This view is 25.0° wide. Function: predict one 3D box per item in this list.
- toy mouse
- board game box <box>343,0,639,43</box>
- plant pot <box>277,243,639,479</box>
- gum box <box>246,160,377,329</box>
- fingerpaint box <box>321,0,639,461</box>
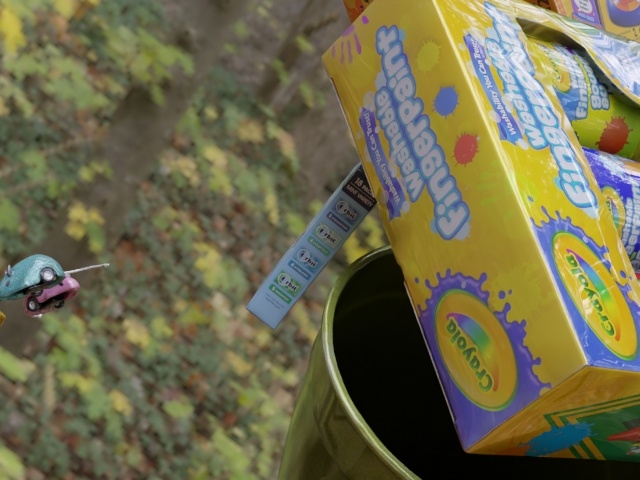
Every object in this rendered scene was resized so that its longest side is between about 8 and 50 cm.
[{"bbox_3d":[-0.255,0.040,1.282,0.031,0.143,0.161,65,9,12],"label":"toy mouse"},{"bbox_3d":[0.303,-0.322,2.078,0.356,0.356,0.356,-17,-86,48],"label":"board game box"},{"bbox_3d":[0.105,0.253,1.539,0.366,0.353,0.366,17,41,-15],"label":"plant pot"},{"bbox_3d":[0.000,0.000,1.534,0.041,0.184,0.157,38,8,-2],"label":"gum box"},{"bbox_3d":[0.242,-0.020,1.397,0.371,0.163,0.445,10,50,-40],"label":"fingerpaint box"}]
